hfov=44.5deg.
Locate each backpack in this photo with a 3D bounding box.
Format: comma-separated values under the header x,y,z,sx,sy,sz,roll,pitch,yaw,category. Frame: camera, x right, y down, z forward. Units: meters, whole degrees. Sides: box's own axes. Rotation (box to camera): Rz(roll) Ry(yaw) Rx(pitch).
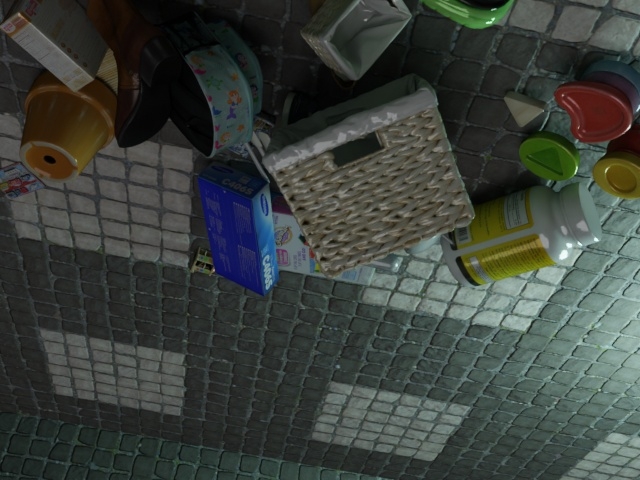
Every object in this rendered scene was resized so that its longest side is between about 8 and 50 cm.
x,y,z,sx,sy,sz,roll,pitch,yaw,category
-0.220,-0.298,1.544,0.191,0.253,0.225,-21,147,-22,backpack

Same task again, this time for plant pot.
x,y,z,sx,sy,sz,roll,pitch,yaw,category
-0.560,-0.236,1.708,0.205,0.188,0.205,5,142,4,plant pot

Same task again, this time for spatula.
x,y,z,sx,sy,sz,roll,pitch,yaw,category
-0.121,-0.185,1.734,0.168,0.019,0.242,31,161,37,spatula

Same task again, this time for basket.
x,y,z,sx,sy,sz,roll,pitch,yaw,category
0.062,-0.395,1.432,0.113,0.167,0.103,44,174,-36,basket
0.094,-0.137,1.519,0.328,0.331,0.266,-22,106,8,basket

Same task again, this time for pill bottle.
x,y,z,sx,sy,sz,roll,pitch,yaw,category
0.464,-0.018,1.820,0.334,0.188,0.188,-19,134,31,pill bottle

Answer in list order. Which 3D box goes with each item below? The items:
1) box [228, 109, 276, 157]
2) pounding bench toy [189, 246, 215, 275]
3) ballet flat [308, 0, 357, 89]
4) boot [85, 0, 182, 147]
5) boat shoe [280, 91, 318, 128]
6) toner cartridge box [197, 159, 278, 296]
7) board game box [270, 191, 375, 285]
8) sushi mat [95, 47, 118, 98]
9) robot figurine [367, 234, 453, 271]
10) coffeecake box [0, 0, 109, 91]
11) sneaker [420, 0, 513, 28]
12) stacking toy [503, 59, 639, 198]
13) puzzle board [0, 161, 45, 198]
x,y,z,sx,sy,sz,roll,pitch,yaw,category
-0.175,-0.252,1.775,0.094,0.027,0.137,26,138,-23,box
-0.325,0.068,2.184,0.065,0.052,0.083,19,141,-13,pounding bench toy
0.034,-0.392,1.523,0.080,0.073,0.232,-6,139,20,ballet flat
-0.393,-0.352,1.506,0.096,0.280,0.264,-22,154,-36,boot
-0.042,-0.218,1.746,0.079,0.095,0.254,15,134,10,boat shoe
-0.200,-0.024,1.957,0.165,0.075,0.347,23,141,22,toner cartridge box
0.000,0.000,2.029,0.317,0.064,0.242,11,142,-3,board game box
-0.438,-0.353,1.706,0.317,0.019,0.151,-15,137,27,sushi mat
0.141,-0.078,1.794,0.354,0.200,0.299,8,108,0,robot figurine
-0.517,-0.412,1.546,0.068,0.142,0.185,-21,133,31,coffeecake box
0.133,-0.536,1.280,0.483,0.185,0.202,21,122,-20,sneaker
0.553,-0.246,1.626,0.280,0.130,0.309,13,148,40,stacking toy
-0.792,-0.153,2.028,0.128,0.011,0.096,-15,136,26,puzzle board
